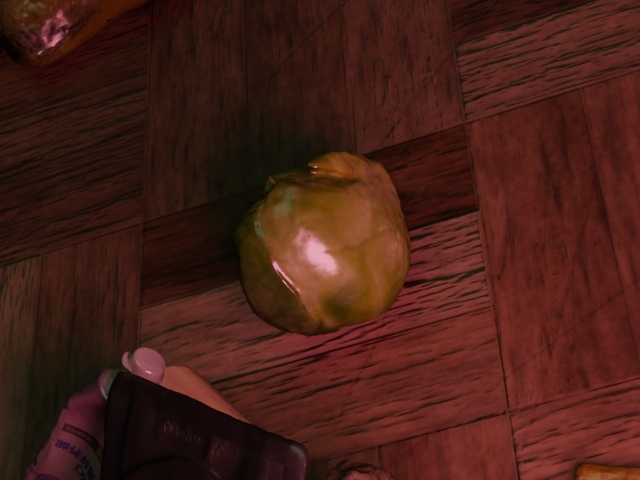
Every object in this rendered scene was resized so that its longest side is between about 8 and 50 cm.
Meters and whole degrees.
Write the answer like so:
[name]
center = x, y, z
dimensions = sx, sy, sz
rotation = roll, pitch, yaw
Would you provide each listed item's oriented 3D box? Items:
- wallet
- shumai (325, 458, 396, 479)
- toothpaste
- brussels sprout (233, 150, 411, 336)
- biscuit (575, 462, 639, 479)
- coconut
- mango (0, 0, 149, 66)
[wallet]
center = -0.104, 0.271, 1.176
dimensions = 0.247, 0.041, 0.323
rotation = 14, 98, 52
[shumai]
center = -0.015, 0.266, 1.206
dimensions = 0.175, 0.166, 0.206
rotation = -16, 26, 24
[toothpaste]
center = -0.205, 0.189, 1.346
dimensions = 0.075, 0.048, 0.301
rotation = 55, 127, 24
[brussels sprout]
center = 0.004, 0.007, 1.435
dimensions = 0.131, 0.145, 0.183
rotation = -30, -5, 35
[biscuit]
center = 0.219, 0.201, 1.233
dimensions = 0.081, 0.018, 0.083
rotation = 1, 52, 29
[coconut]
center = -0.122, 0.162, 1.374
dimensions = 0.116, 0.116, 0.122
rotation = -41, 47, -11
[mango]
center = -0.232, -0.332, 1.851
dimensions = 0.329, 0.175, 0.176
rotation = -46, 19, 12
